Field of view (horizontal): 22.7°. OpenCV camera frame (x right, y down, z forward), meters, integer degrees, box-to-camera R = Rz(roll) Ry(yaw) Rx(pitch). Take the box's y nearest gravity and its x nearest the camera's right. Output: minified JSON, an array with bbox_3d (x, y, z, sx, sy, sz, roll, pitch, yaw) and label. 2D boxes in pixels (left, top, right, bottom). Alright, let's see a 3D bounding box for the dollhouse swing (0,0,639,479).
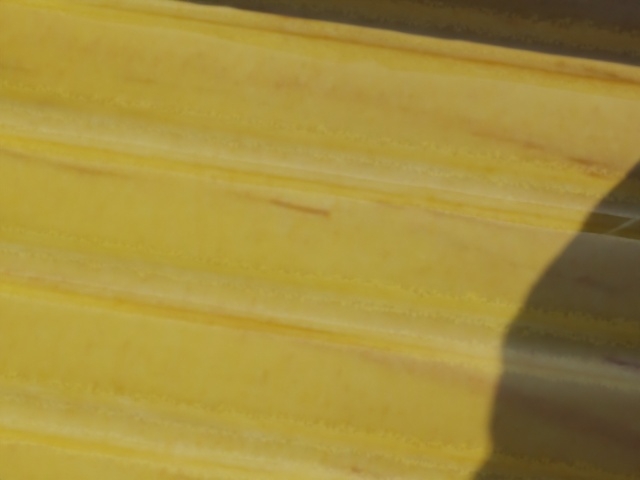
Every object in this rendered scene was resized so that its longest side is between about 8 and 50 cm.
[{"bbox_3d":[0.044,0.051,0.270,0.315,0.347,0.305,9,176,3],"label":"dollhouse swing"}]
